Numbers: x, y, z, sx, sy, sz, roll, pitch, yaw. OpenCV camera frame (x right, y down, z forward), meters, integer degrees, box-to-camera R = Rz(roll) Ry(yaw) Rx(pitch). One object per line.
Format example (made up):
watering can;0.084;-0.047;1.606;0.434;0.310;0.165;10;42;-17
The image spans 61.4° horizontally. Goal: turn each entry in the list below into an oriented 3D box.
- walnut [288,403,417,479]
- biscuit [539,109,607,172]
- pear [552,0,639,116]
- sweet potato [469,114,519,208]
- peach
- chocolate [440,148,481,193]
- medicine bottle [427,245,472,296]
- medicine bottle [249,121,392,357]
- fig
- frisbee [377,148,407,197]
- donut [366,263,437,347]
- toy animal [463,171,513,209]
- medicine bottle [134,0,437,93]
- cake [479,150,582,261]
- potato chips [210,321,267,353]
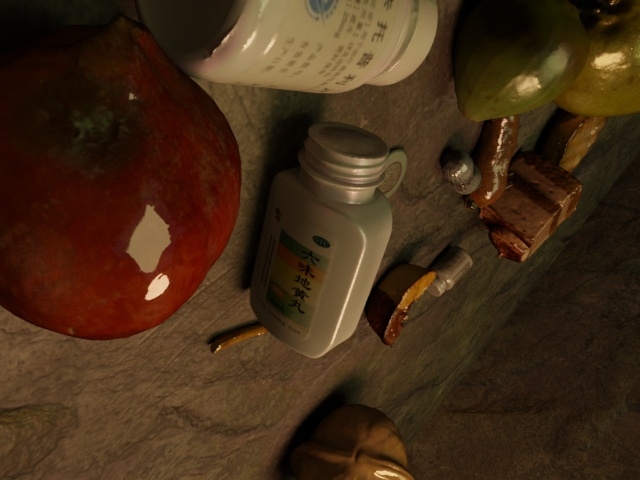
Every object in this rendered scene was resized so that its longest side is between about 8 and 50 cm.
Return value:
walnut;0.085;0.630;1.440;0.381;0.381;0.382;-36;147;-29
biscuit;0.770;-0.316;1.660;0.296;0.102;0.297;-35;149;-25
pear;0.597;-0.415;1.076;0.413;0.351;0.352;-22;139;-58
sweet potato;0.401;-0.213;1.245;0.097;0.097;0.292;-27;133;-40
peach;-0.166;-0.054;0.423;0.232;0.232;0.257;-18;154;-47
chocolate;0.312;-0.149;1.191;0.072;0.072;0.167;-57;150;6
medicine bottle;0.350;0.086;1.492;0.140;0.079;0.079;-43;150;-20
medicine bottle;0.000;0.000;0.773;0.124;0.179;0.325;-21;138;-45
fig;0.321;-0.317;0.913;0.230;0.207;0.207;-26;159;21
frisbee;0.126;-0.120;1.003;0.110;0.014;0.110;-36;147;-29
donut;0.181;0.138;1.292;0.217;0.085;0.141;-55;151;0
toy animal;0.447;-0.147;1.404;0.219;0.069;0.086;-26;162;-33
medicine bottle;-0.014;-0.230;0.518;0.292;0.170;0.170;-13;132;-51
cake;0.571;-0.079;1.535;0.293;0.198;0.196;-48;156;-2
potato chips;-0.109;0.158;0.940;0.203;0.037;0.026;-8;118;-46
